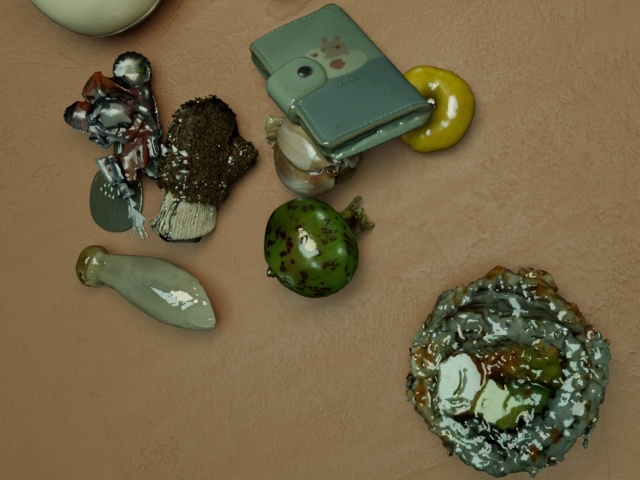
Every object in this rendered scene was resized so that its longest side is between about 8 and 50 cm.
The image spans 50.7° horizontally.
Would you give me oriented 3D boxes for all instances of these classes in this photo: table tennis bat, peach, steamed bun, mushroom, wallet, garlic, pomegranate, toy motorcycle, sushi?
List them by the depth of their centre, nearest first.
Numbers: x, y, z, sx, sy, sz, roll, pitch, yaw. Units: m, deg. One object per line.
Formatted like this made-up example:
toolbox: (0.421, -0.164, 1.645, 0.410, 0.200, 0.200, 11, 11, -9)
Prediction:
sushi: (0.362, 0.264, 1.320, 0.417, 0.176, 0.418, 0, 91, 10)
wallet: (0.022, -0.320, 1.326, 0.252, 0.083, 0.360, -26, 59, -16)
peach: (0.221, -0.265, 1.371, 0.179, 0.103, 0.179, 2, 97, 16)
pomegranate: (0.000, 0.000, 1.377, 0.263, 0.211, 0.211, -35, 85, -15)
garlic: (0.005, -0.191, 1.389, 0.191, 0.214, 0.160, 43, 141, 16)
steamed bun: (-0.481, -0.611, 1.390, 0.333, 0.334, 0.374, -26, 92, 10)
toy motorcycle: (-0.421, -0.197, 1.457, 0.207, 0.134, 0.401, -16, 94, -16)
mushroom: (-0.374, 0.102, 1.481, 0.349, 0.128, 0.129, 19, 95, 13)
table tennis bat: (-0.463, -0.136, 1.544, 0.131, 0.022, 0.235, 6, 95, 10)

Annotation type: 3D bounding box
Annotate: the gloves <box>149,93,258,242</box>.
gloves: (-0.248, -0.150, 1.420, 0.135, 0.210, 0.313, 22, 106, 47)
